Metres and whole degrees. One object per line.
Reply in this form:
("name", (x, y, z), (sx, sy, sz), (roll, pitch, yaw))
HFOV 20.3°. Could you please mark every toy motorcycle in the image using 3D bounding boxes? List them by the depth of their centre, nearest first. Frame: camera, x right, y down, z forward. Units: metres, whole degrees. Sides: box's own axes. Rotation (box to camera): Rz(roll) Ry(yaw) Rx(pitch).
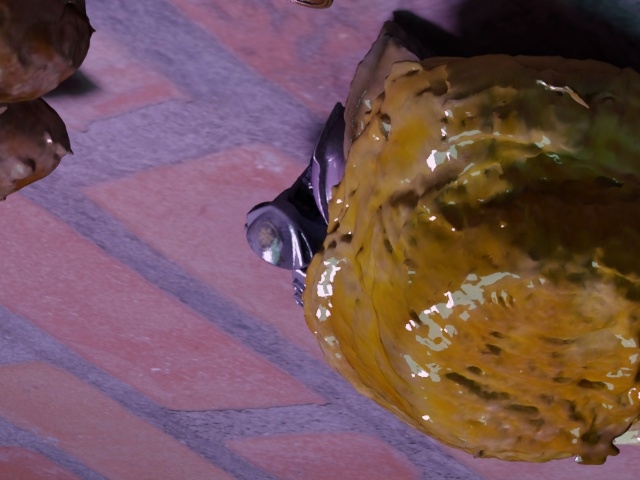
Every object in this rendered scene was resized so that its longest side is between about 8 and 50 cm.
("toy motorcycle", (0.000, 0.000, 1.423), (0.080, 0.122, 0.215), (43, 162, 20))

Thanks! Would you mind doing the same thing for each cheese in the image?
("cheese", (0.043, -0.036, 1.332), (0.042, 0.105, 0.191), (13, 160, 33))

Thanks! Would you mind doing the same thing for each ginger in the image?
("ginger", (-0.309, -0.114, 1.387), (0.256, 0.176, 0.375), (8, 157, -7))

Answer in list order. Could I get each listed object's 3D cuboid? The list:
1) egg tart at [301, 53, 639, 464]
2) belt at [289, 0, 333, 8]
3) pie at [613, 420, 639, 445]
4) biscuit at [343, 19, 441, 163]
("egg tart", (0.157, 0.040, 1.215), (0.339, 0.153, 0.351), (16, 129, -20))
("belt", (-0.024, -0.185, 1.159), (0.083, 0.036, 0.059), (30, 161, -18))
("pie", (0.231, 0.109, 1.537), (0.274, 0.055, 0.274), (18, 156, 8))
("biscuit", (0.105, -0.026, 1.282), (0.290, 0.038, 0.141), (36, 108, -30))
